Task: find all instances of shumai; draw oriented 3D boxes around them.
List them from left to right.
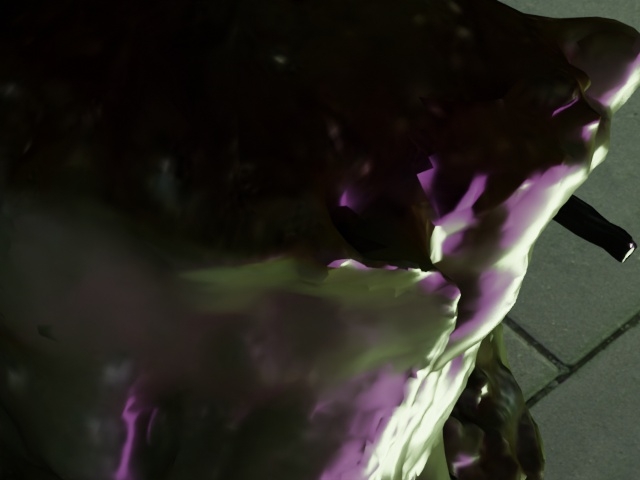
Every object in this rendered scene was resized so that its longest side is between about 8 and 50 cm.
[{"bbox_3d":[-0.032,0.020,0.611,0.397,0.324,0.323,-50,165,-53],"label":"shumai"}]

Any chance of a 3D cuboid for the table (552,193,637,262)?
[{"bbox_3d":[0.000,0.000,0.957,0.317,0.249,0.317,-38,162,-15],"label":"table"}]
